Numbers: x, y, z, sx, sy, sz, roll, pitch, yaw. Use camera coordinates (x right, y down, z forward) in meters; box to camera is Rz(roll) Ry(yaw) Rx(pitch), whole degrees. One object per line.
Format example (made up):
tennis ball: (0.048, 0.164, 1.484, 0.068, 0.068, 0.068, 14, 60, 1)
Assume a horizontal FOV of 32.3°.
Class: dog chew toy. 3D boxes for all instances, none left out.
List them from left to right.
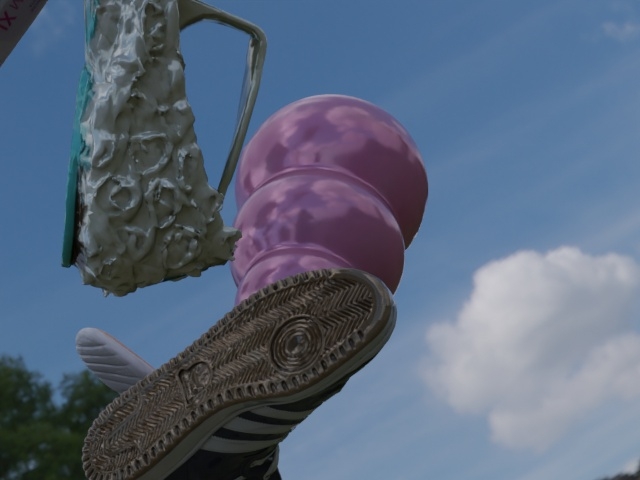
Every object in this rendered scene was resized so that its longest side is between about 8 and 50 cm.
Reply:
dog chew toy: (0.000, 0.000, 1.118, 0.206, 0.332, 0.207, 5, -48, 6)

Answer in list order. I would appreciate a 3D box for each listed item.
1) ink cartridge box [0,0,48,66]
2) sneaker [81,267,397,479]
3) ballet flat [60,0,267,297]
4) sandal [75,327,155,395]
ink cartridge box: (-0.396, -0.279, 1.057, 0.186, 0.311, 0.065, -53, -20, 4)
sneaker: (-0.037, 0.133, 0.891, 0.282, 0.099, 0.153, -32, -42, 15)
ballet flat: (-0.102, -0.166, 0.742, 0.147, 0.409, 0.147, 2, 3, 0)
sandal: (-0.162, 0.174, 1.283, 0.076, 0.265, 0.102, -52, 8, -36)
